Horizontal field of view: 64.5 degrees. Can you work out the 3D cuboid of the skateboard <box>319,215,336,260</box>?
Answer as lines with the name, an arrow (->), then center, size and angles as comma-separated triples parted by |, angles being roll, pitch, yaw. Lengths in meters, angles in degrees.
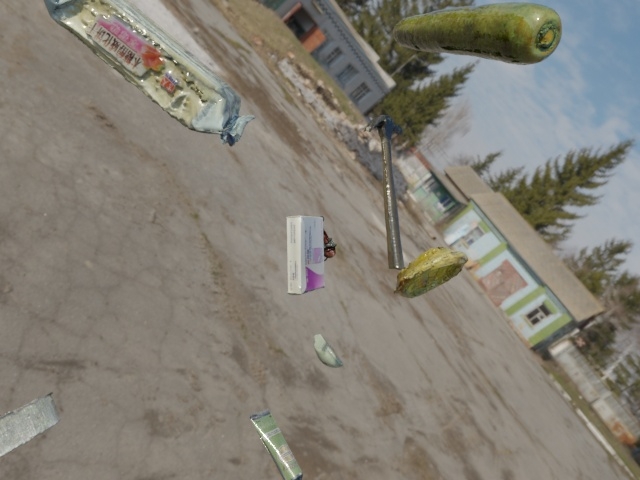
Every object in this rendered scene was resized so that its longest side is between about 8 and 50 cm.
skateboard -> 0.000, 0.000, 1.677 | 0.067, 0.080, 0.151 | -16, 65, -28

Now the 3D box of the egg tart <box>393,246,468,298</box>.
egg tart -> 0.362, 0.100, 1.704 | 0.279, 0.279, 0.095 | 26, 34, -61

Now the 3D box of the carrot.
carrot -> 0.199, -0.306, 0.742 | 0.074, 0.074, 0.358 | 42, 2, -32

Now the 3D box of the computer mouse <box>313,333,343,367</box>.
computer mouse -> 0.014, 0.363, 1.653 | 0.089, 0.056, 0.181 | 56, -5, -21

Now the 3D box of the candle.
candle -> -0.584, 0.353, 0.917 | 0.068, 0.192, 0.168 | 63, -10, 1

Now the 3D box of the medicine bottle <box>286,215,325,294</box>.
medicine bottle -> -0.041, 0.037, 1.341 | 0.171, 0.052, 0.201 | 1, 88, -70

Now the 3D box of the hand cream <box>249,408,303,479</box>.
hand cream -> -0.122, 0.600, 1.465 | 0.086, 0.055, 0.235 | 5, 46, -57

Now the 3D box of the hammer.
hammer -> 0.132, -0.091, 0.950 | 0.125, 0.027, 0.297 | 5, 79, -49

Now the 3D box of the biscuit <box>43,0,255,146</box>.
biscuit -> -0.231, -0.251, 0.715 | 0.309, 0.079, 0.186 | 39, 16, -15
